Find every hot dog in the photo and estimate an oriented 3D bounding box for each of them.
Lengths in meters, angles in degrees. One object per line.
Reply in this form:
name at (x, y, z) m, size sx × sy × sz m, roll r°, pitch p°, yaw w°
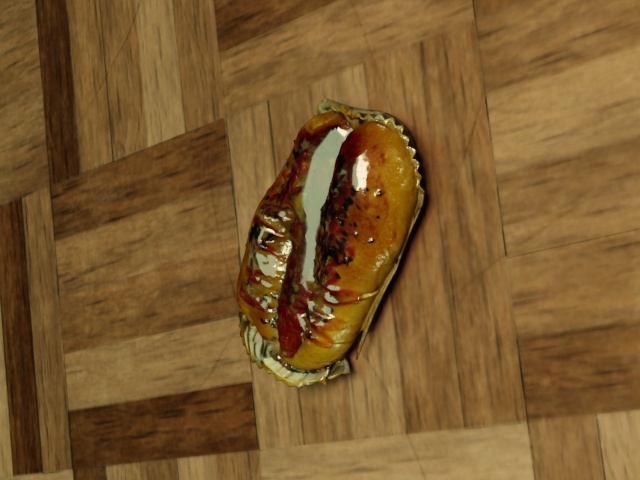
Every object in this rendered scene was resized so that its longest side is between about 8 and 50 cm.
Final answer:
hot dog at (0.000, 0.000, 1.193) m, size 0.162 × 0.082 × 0.270 m, roll 42°, pitch 119°, yaw 41°
